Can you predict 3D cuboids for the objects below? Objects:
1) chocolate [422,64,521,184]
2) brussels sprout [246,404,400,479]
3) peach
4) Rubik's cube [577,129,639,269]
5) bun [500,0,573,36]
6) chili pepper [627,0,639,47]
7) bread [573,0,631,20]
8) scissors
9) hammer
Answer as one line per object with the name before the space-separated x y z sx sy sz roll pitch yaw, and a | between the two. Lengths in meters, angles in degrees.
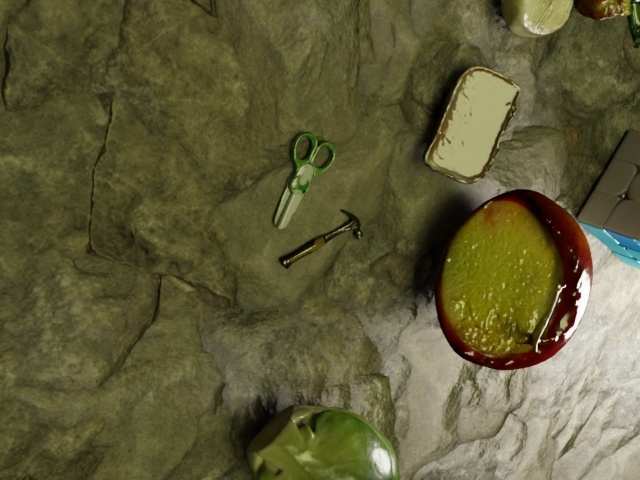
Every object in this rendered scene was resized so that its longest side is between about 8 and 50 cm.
chocolate | 0.328 -0.257 1.671 0.161 0.083 0.261 24 94 -16
brussels sprout | 0.004 0.503 1.642 0.355 0.281 0.289 43 83 -23
peach | 0.441 0.092 1.713 0.310 0.335 0.405 15 86 -65
Rubik's cube | 0.905 -0.074 1.933 0.292 0.290 0.291 32 90 -34
bun | 0.468 -0.529 1.646 0.188 0.111 0.164 3 118 -38
chili pepper | 0.702 -0.577 1.722 0.174 0.165 0.261 -25 118 -42
bread | 0.599 -0.570 1.607 0.103 0.132 0.172 -19 126 -6
scissors | -0.046 -0.119 1.542 0.101 0.027 0.204 25 92 -32
hammer | 0.000 0.000 1.612 0.201 0.021 0.078 -29 118 -19
